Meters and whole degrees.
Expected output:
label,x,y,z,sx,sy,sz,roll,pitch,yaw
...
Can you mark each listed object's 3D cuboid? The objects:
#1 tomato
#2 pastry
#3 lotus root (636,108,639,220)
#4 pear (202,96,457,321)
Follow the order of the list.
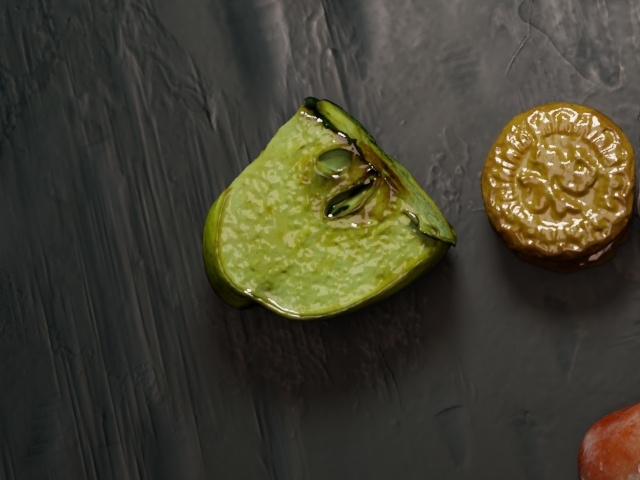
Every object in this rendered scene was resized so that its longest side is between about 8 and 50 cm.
label,x,y,z,sx,sy,sz,roll,pitch,yaw
tomato,0.384,0.251,1.574,0.214,0.155,0.180,-30,74,10
pastry,0.273,-0.059,1.655,0.189,0.103,0.188,-1,84,14
lotus root,0.468,-0.084,1.558,0.272,0.192,0.272,0,91,7
pear,0.000,0.000,1.691,0.238,0.164,0.255,43,100,4
